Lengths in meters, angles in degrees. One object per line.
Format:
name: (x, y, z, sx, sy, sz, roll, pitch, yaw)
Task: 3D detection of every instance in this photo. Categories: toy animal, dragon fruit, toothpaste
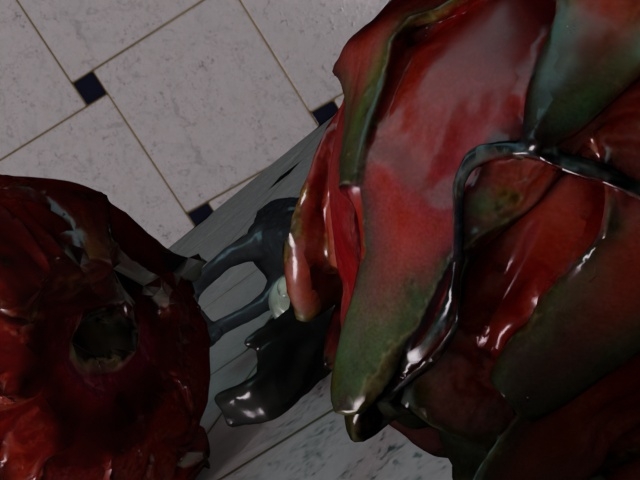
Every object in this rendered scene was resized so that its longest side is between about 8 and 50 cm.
toy animal: (0.063, 0.023, 0.650, 0.245, 0.115, 0.146, -17, 20, 11)
dragon fruit: (-0.220, 0.096, 0.913, 0.301, 0.296, 0.295, -12, 27, 46)
toy animal: (-0.031, 0.014, 1.124, 0.205, 0.081, 0.367, -29, 9, 3)
dragon fruit: (0.083, -0.007, 0.431, 0.192, 0.193, 0.274, 11, 47, 40)
toothpaste: (-0.005, 0.053, 0.810, 0.048, 0.029, 0.197, -42, -18, -7)
